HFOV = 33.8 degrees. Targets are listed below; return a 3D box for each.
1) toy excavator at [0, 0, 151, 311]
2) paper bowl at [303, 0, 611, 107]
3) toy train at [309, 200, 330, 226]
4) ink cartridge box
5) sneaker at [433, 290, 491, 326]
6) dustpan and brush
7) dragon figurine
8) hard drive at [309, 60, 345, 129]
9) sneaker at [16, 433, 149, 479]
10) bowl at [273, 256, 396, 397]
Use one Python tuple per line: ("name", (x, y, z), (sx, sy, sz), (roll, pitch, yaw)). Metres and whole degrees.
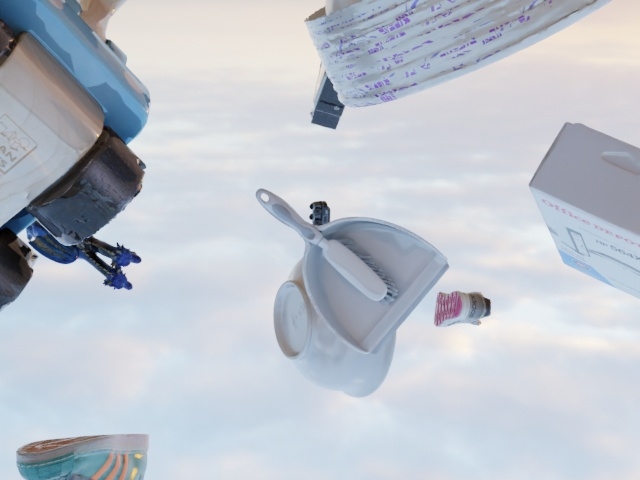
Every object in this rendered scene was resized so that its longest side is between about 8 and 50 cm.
("toy excavator", (-0.274, -0.186, 1.067), (0.433, 0.222, 0.445), (-37, -154, 14))
("paper bowl", (0.117, -0.239, 0.921), (0.284, 0.148, 0.284), (-25, -166, 7))
("toy train", (0.000, 0.000, 1.733), (0.036, 0.158, 0.027), (-11, -140, -16))
("ink cartridge box", (0.314, -0.019, 1.091), (0.148, 0.086, 0.203), (28, 171, 32))
("sneaker", (0.242, 0.118, 1.794), (0.074, 0.063, 0.170), (7, 170, -10))
("dustpan and brush", (0.016, 0.012, 1.155), (0.211, 0.147, 0.060), (41, -167, 9))
("dragon figurine", (-0.428, -0.013, 1.731), (0.289, 0.085, 0.144), (30, 177, -25))
("hard drive", (0.057, -0.407, 2.018), (0.064, 0.339, 0.237), (14, -125, -6))
("sneaker", (-0.340, 0.350, 1.560), (0.108, 0.121, 0.302), (-6, 170, 20))
("bowl", (0.004, 0.140, 1.883), (0.134, 0.298, 0.298), (-2, -167, -28))
